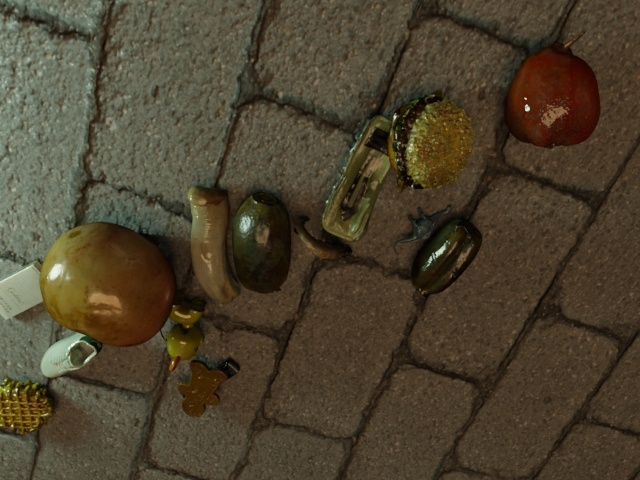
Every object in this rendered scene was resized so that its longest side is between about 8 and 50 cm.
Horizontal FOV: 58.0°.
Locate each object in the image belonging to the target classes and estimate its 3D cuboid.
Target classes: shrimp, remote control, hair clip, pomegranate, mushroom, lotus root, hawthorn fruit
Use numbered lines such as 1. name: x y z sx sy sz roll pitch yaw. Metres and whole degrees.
1. shrimp: 0.000 0.000 1.538 0.046 0.152 0.219 -51 147 16
2. remote control: -0.343 0.436 1.787 0.212 0.028 0.059 -35 113 15
3. hair clip: 0.106 -0.160 1.472 0.139 0.091 0.321 24 103 -14
4. pomegranate: -0.521 0.098 1.473 0.339 0.338 0.337 -1 117 -1
5. mushroom: -0.288 0.018 1.547 0.123 0.095 0.350 -12 120 -15
6. lotus root: -0.154 0.011 1.512 0.160 0.152 0.274 5 115 4
7. hawthorn fruit: 0.541 -0.347 1.330 0.211 0.210 0.262 6 107 -4
8. lotus root: 0.337 0.046 1.560 0.124 0.123 0.241 35 116 -4

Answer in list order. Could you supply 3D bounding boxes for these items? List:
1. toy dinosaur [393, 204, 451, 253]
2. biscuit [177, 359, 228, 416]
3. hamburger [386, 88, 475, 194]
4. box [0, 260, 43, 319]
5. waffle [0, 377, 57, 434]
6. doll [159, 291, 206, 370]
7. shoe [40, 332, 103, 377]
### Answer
1. toy dinosaur: 0.270 -0.038 1.558 0.197 0.045 0.080 -40 117 7
2. biscuit: -0.368 0.456 1.764 0.138 0.031 0.204 21 112 -4
3. hamburger: 0.262 -0.230 1.368 0.262 0.139 0.243 -31 124 -30
4. box: -0.842 0.142 1.627 0.199 0.029 0.109 -26 115 12
5. waffle: -0.925 0.515 1.791 0.197 0.070 0.193 37 110 -21
6. doll: -0.398 0.268 1.648 0.136 0.143 0.220 14 108 -10
7. shoe: -0.731 0.337 1.684 0.265 0.110 0.095 -37 113 13
